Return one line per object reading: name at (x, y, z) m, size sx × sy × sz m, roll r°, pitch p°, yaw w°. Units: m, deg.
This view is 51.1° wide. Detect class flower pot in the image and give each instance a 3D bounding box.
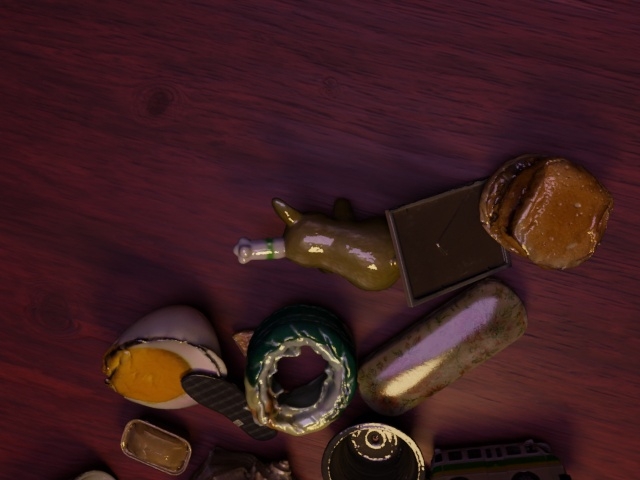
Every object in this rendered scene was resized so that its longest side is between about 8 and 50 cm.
flower pot at (0.124, 0.497, 1.560) m, size 0.235 × 0.148 × 0.236 m, roll 1°, pitch 103°, yaw 6°

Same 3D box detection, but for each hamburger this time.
hamburger at (0.470, -0.064, 1.406) m, size 0.244 × 0.163 × 0.245 m, roll -2°, pitch 98°, yaw -11°

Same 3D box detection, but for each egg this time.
egg at (-0.361, 0.264, 1.576) m, size 0.264 × 0.174 × 0.286 m, roll 36°, pitch 119°, yaw -29°

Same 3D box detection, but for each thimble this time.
thimble at (-0.051, 0.294, 1.525) m, size 0.254 × 0.167 × 0.288 m, roll 37°, pitch 101°, yaw -10°

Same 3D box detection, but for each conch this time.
conch at (-0.215, 0.640, 1.580) m, size 0.297 × 0.210 × 0.352 m, roll 38°, pitch 72°, yaw 24°

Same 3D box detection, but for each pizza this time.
pizza at (-0.157, 0.265, 1.620) m, size 0.122 × 0.026 × 0.109 m, roll 6°, pitch 103°, yaw 4°

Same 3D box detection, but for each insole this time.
insole at (-0.209, 0.395, 1.576) m, size 0.110 × 0.012 × 0.309 m, roll -27°, pitch 126°, yaw 17°

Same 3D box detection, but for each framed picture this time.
framed picture at (0.281, -0.001, 1.434) m, size 0.289 × 0.016 × 0.213 m, roll -19°, pitch 98°, yaw -27°

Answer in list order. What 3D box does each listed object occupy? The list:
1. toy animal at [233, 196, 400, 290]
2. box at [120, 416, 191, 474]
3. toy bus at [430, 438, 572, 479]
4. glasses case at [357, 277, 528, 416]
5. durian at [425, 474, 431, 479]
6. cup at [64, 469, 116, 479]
toy animal at (0.009, -0.002, 1.470) m, size 0.362 × 0.180 × 0.181 m, roll 16°, pitch 102°, yaw 3°
box at (-0.402, 0.504, 1.655) m, size 0.177 × 0.111 × 0.111 m, roll 21°, pitch 102°, yaw 3°
toy bus at (0.404, 0.557, 1.518) m, size 0.305 × 0.179 × 0.143 m, roll -9°, pitch 113°, yaw 10°
glasses case at (0.271, 0.246, 1.522) m, size 0.425 × 0.098 × 0.157 m, roll -36°, pitch 98°, yaw 12°
durian at (0.226, 0.594, 1.598) m, size 0.091 × 0.080 × 0.080 m, roll -34°, pitch 94°, yaw -8°
cup at (-0.626, 0.740, 1.698) m, size 0.256 × 0.228 × 0.301 m, roll -22°, pitch 126°, yaw 23°
